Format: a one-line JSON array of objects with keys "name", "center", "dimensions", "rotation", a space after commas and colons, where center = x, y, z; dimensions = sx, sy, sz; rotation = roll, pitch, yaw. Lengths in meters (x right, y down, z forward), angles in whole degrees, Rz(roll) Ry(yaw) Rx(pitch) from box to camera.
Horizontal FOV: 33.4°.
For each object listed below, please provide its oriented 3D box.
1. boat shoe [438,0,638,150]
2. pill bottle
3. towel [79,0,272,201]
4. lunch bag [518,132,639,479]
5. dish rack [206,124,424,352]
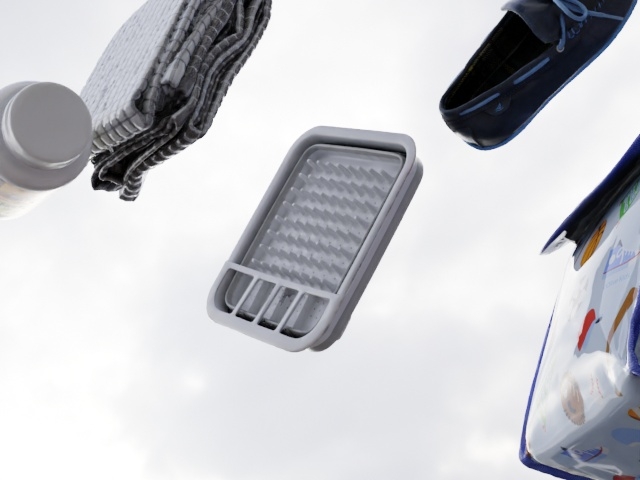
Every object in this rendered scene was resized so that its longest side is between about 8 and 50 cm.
[{"name": "boat shoe", "center": [0.216, -0.198, 1.021], "dimensions": [0.089, 0.109, 0.258], "rotation": [24, -76, -45]}, {"name": "pill bottle", "center": [-0.316, -0.096, 1.128], "dimensions": [0.117, 0.117, 0.215], "rotation": [1, -11, -31]}, {"name": "towel", "center": [-0.187, -0.198, 1.307], "dimensions": [0.121, 0.284, 0.235], "rotation": [36, -35, -26]}, {"name": "lunch bag", "center": [0.353, 0.032, 1.039], "dimensions": [0.239, 0.385, 0.328], "rotation": [20, -25, 1]}, {"name": "dish rack", "center": [0.000, 0.000, 1.491], "dimensions": [0.072, 0.333, 0.285], "rotation": [35, -13, -35]}]
